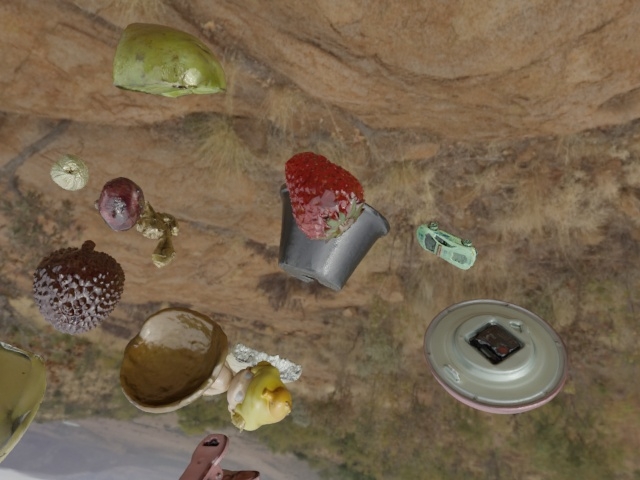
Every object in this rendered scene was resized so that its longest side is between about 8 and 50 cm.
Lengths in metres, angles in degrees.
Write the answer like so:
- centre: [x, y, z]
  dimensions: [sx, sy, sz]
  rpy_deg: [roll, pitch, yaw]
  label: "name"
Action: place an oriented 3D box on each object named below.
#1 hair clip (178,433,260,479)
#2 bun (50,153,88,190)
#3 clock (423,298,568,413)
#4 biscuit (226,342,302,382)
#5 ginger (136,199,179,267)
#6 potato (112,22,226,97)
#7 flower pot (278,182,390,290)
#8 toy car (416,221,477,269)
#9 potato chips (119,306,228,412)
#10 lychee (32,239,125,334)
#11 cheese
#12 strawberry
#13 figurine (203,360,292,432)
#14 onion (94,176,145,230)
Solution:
- centre: [-0.181, 0.408, 0.794]
  dimensions: [0.123, 0.138, 0.102]
  rpy_deg: [-19, 111, 27]
  label: "hair clip"
- centre: [-0.774, -0.214, 1.493]
  dimensions: [0.069, 0.115, 0.115]
  rpy_deg: [-9, 145, 43]
  label: "bun"
- centre: [0.307, 0.196, 0.856]
  dimensions: [0.244, 0.244, 0.056]
  rpy_deg: [3, 128, 14]
  label: "clock"
- centre: [-0.221, 0.464, 1.747]
  dimensions: [0.280, 0.084, 0.179]
  rpy_deg: [23, 143, -20]
  label: "biscuit"
- centre: [-0.521, -0.015, 1.524]
  dimensions: [0.132, 0.214, 0.059]
  rpy_deg: [19, 147, -30]
  label: "ginger"
- centre: [-0.433, -0.552, 1.450]
  dimensions: [0.279, 0.213, 0.330]
  rpy_deg: [2, -167, 8]
  label: "potato"
- centre: [0.000, 0.000, 1.509]
  dimensions: [0.378, 0.251, 0.379]
  rpy_deg: [22, 168, 5]
  label: "flower pot"
- centre: [0.346, 0.019, 1.346]
  dimensions: [0.186, 0.058, 0.094]
  rpy_deg: [30, 143, 27]
  label: "toy car"
- centre: [-0.249, 0.210, 0.841]
  dimensions: [0.207, 0.196, 0.062]
  rpy_deg: [-16, 139, 8]
  label: "potato chips"
- centre: [-0.845, 0.160, 1.686]
  dimensions: [0.305, 0.331, 0.306]
  rpy_deg: [8, 177, 0]
  label: "lychee"
- centre: [-0.696, 0.337, 0.929]
  dimensions: [0.259, 0.316, 0.128]
  rpy_deg: [26, 126, -28]
  label: "cheese"
- centre: [-0.003, -0.129, 1.264]
  dimensions: [0.205, 0.245, 0.205]
  rpy_deg: [-32, 160, -13]
  label: "strawberry"
- centre: [-0.173, 0.323, 1.039]
  dimensions: [0.246, 0.156, 0.131]
  rpy_deg: [29, 151, -3]
  label: "figurine"
- centre: [-0.922, -0.167, 2.192]
  dimensions: [0.218, 0.252, 0.252]
  rpy_deg: [-1, 148, 8]
  label: "onion"
